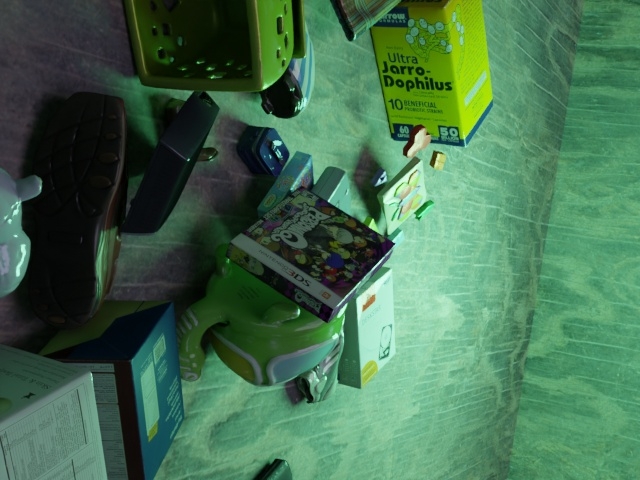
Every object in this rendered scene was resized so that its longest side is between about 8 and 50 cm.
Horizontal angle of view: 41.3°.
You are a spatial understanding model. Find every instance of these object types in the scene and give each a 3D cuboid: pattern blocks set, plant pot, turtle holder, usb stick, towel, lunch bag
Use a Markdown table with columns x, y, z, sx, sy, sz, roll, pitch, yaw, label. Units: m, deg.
| x | y | z | sx | sy | sz | roll | pitch | yaw | label |
| --- | --- | --- | --- | --- | --- | --- | --- | --- | --- |
| 0.198 | -0.107 | 2.005 | 0.285 | 0.026 | 0.325 | -50 | 152 | -3 | pattern blocks set |
| -0.144 | -0.360 | 1.286 | 0.207 | 0.227 | 0.228 | -41 | 132 | -55 | plant pot |
| -0.097 | 0.152 | 1.491 | 0.320 | 0.243 | 0.227 | -45 | 152 | -51 | turtle holder |
| -0.144 | 0.548 | 1.709 | 0.278 | 0.045 | 0.077 | -41 | 133 | -47 | usb stick |
| 0.101 | -0.603 | 1.736 | 0.370 | 0.040 | 0.271 | -50 | 121 | -41 | towel |
| -0.102 | -0.166 | 1.557 | 0.067 | 0.065 | 0.098 | -66 | 148 | -23 | lunch bag |

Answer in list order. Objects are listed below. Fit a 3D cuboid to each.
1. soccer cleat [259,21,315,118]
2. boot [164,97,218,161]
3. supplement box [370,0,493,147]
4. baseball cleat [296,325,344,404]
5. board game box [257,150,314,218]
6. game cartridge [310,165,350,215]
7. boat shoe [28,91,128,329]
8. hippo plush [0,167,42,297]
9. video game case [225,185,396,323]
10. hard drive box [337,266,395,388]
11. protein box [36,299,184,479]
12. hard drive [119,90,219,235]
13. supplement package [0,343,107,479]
| x | y | z | sx | sy | sz | roll | pitch | yaw | label |
| --- | --- | --- | --- | --- | --- | --- | --- | --- | --- |
| -0.079 | -0.380 | 1.510 | 0.143 | 0.116 | 0.331 | -63 | 152 | -48 | soccer cleat |
| -0.212 | -0.183 | 1.401 | 0.106 | 0.037 | 0.114 | -33 | 121 | -54 | boot |
| 0.262 | -0.421 | 1.972 | 0.195 | 0.194 | 0.356 | -53 | 139 | -39 | supplement box |
| 0.000 | 0.256 | 1.845 | 0.109 | 0.072 | 0.206 | -10 | 103 | -51 | baseball cleat |
| -0.059 | -0.044 | 1.639 | 0.160 | 0.039 | 0.211 | -59 | 160 | -32 | board game box |
| 0.000 | 0.000 | 1.716 | 0.297 | 0.062 | 0.198 | 90 | 21 | -50 | game cartridge |
| -0.328 | -0.043 | 1.180 | 0.120 | 0.123 | 0.324 | -21 | 123 | -83 | boat shoe |
| -0.449 | 0.001 | 0.942 | 0.236 | 0.234 | 0.294 | -79 | 169 | -61 | hippo plush |
| -0.012 | 0.016 | 1.450 | 0.232 | 0.210 | 0.042 | -41 | 159 | -48 | video game case |
| 0.092 | 0.195 | 1.965 | 0.181 | 0.089 | 0.232 | -36 | 128 | -51 | hard drive box |
| -0.291 | 0.215 | 1.210 | 0.200 | 0.136 | 0.201 | -71 | 160 | -70 | protein box |
| -0.212 | -0.116 | 1.236 | 0.172 | 0.054 | 0.254 | -61 | -171 | 25 | hard drive |
| -0.423 | 0.274 | 1.007 | 0.263 | 0.199 | 0.198 | -30 | 123 | -53 | supplement package |
